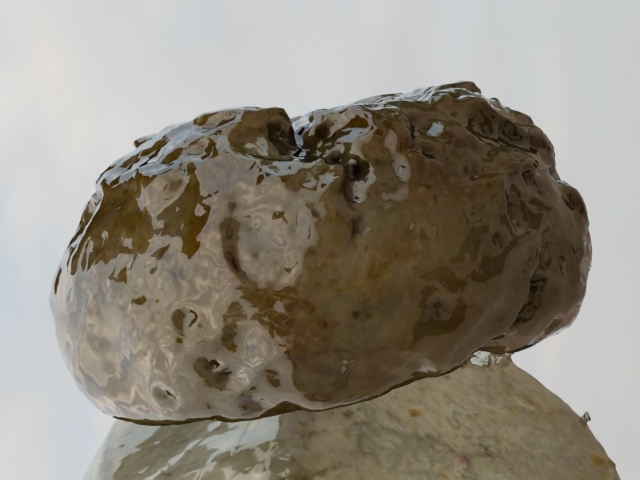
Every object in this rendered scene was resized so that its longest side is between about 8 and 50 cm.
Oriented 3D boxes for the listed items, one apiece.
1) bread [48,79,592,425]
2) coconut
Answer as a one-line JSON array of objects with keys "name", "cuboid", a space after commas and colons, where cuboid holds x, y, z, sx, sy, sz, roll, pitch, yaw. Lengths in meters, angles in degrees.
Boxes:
[{"name": "bread", "cuboid": [0.000, 0.000, 0.767, 0.230, 0.230, 0.123, -18, -85, -70]}, {"name": "coconut", "cuboid": [-0.001, 0.234, 1.073, 0.360, 0.346, 0.346, -61, -3, 33]}]
